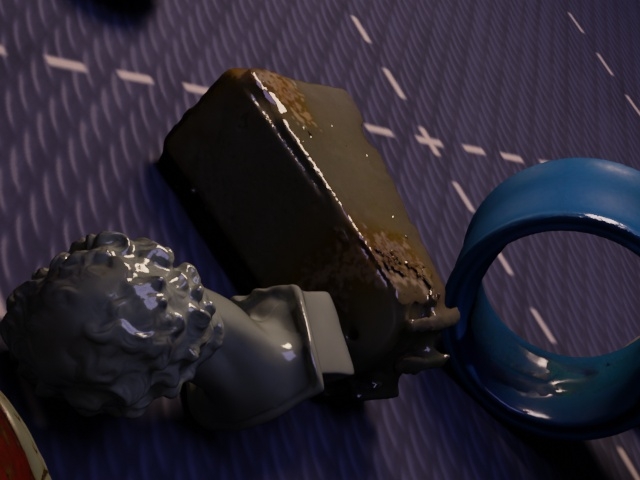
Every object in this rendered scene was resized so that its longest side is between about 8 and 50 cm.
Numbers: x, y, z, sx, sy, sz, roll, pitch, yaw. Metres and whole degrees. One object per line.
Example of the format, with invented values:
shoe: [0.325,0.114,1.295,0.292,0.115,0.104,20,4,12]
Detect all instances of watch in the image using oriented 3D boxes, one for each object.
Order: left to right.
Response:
watch: [0.254,0.031,1.252,0.275,0.305,0.241,10,26,13]

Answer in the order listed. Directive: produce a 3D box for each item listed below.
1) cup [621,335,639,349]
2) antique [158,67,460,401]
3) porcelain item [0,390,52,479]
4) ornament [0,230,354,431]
cup: [0.363,0.160,1.497,0.116,0.074,0.104,47,0,-5]
antique: [0.000,0.000,1.153,0.150,0.125,0.284,2,51,-51]
porcelain item: [-0.205,0.135,0.585,0.253,0.253,0.253,32,32,-23]
ornament: [-0.079,0.072,0.961,0.285,0.130,0.120,13,56,-45]
